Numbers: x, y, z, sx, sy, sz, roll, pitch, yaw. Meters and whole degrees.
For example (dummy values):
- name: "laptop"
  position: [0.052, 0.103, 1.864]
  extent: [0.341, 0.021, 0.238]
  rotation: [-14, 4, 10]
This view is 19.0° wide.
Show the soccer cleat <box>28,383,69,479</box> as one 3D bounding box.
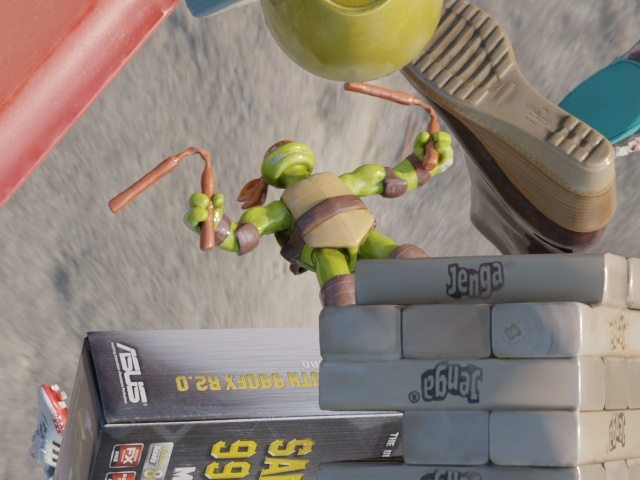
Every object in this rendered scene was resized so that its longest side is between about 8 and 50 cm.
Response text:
- name: "soccer cleat"
  position: [-0.164, 0.119, 1.175]
  extent: [0.036, 0.083, 0.029]
  rotation: [-24, 52, -8]

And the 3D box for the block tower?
- name: "block tower"
  position: [0.053, 0.173, 0.627]
  extent: [0.097, 0.091, 0.335]
  rotation: [-2, 85, 24]

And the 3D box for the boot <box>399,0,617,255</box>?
- name: "boot"
  position: [0.130, -0.072, 1.555]
  extent: [0.090, 0.207, 0.248]
  rotation: [-39, 69, -23]

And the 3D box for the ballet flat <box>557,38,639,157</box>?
- name: "ballet flat"
  position: [0.289, -0.133, 1.592]
  extent: [0.241, 0.077, 0.091]
  rotation: [-41, 51, 10]

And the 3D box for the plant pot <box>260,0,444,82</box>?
- name: "plant pot"
  position: [0.023, -0.184, 1.349]
  extent: [0.134, 0.095, 0.134]
  rotation: [0, 86, 0]

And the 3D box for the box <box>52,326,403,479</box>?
- name: "box"
  position: [-0.038, 0.136, 0.914]
  extent: [0.183, 0.231, 0.056]
  rotation: [1, 46, -19]

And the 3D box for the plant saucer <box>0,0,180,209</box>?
- name: "plant saucer"
  position: [-0.154, -0.097, 0.935]
  extent: [0.048, 0.258, 0.259]
  rotation: [36, 72, 5]

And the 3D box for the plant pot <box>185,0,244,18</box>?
- name: "plant pot"
  position: [-0.007, -0.383, 1.914]
  extent: [0.247, 0.252, 0.247]
  rotation: [-21, 100, -28]

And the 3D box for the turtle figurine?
- name: "turtle figurine"
  position: [0.000, 0.000, 1.378]
  extent: [0.270, 0.087, 0.217]
  rotation: [-17, 54, -25]
